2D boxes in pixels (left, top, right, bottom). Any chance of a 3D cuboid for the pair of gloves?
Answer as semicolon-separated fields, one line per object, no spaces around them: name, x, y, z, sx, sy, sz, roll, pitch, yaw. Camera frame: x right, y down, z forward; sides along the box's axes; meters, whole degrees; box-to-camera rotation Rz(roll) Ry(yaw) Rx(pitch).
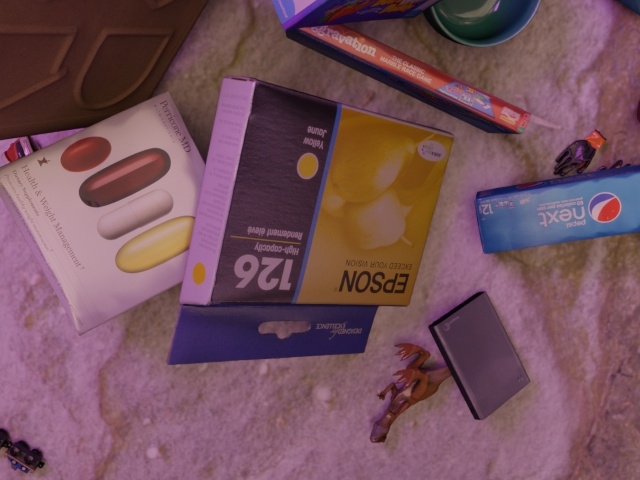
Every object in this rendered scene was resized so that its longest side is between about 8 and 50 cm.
pair of gloves;0.340;-0.089;0.863;0.074;0.010;0.083;-42;80;13

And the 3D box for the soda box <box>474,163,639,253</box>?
soda box;0.296;-0.038;0.831;0.210;0.067;0.071;-9;100;17

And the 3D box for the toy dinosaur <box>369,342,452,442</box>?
toy dinosaur;0.141;0.182;0.908;0.211;0.064;0.112;-32;130;1

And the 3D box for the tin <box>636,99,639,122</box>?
tin;0.433;-0.216;0.804;0.040;0.106;0.190;24;99;-4

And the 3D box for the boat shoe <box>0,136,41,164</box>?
boat shoe;-0.336;-0.071;0.861;0.043;0.049;0.137;-41;93;4

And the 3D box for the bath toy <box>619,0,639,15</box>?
bath toy;0.440;-0.422;0.764;0.348;0.151;0.129;-44;62;7

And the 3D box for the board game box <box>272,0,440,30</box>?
board game box;-0.007;-0.379;0.642;0.078;0.233;0.347;-21;94;40

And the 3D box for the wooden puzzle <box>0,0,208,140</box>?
wooden puzzle;-0.229;-0.229;0.655;0.080;0.322;0.348;50;120;6

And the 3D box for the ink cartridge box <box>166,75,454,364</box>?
ink cartridge box;0.000;0.000;0.778;0.303;0.072;0.307;5;100;-42

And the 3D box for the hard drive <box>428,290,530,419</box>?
hard drive;0.204;0.146;0.884;0.094;0.022;0.135;-29;94;-26

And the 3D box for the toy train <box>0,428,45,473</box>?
toy train;-0.444;0.268;0.929;0.158;0.027;0.036;33;102;-5

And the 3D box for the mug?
mug;0.180;-0.303;0.786;0.129;0.097;0.158;9;108;-5

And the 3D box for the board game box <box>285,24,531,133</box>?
board game box;0.090;-0.192;0.789;0.281;0.145;0.027;24;100;-4

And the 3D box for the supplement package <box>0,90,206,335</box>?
supplement package;-0.223;-0.034;0.790;0.203;0.149;0.194;-29;100;-11
